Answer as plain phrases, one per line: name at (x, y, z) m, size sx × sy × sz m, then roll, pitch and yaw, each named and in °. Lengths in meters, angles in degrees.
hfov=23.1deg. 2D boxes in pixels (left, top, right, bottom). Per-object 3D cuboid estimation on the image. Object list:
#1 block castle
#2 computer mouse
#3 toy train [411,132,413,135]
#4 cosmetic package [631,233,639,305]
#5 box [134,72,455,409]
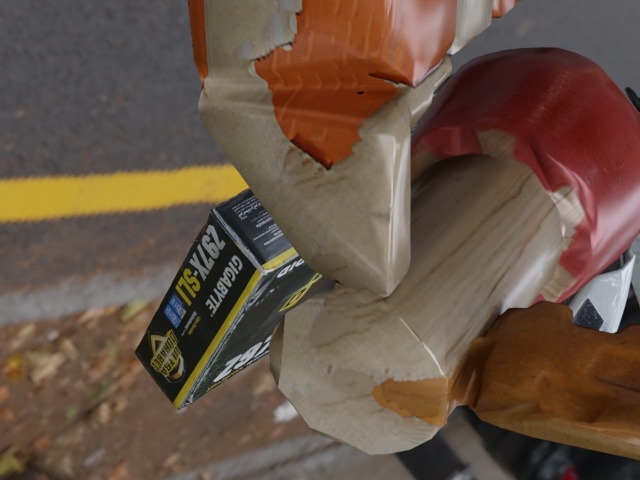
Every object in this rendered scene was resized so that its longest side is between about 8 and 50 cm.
block castle at (0.146, -0.142, 0.379) m, size 0.213 × 0.303 × 0.453 m, roll -46°, pitch 143°, yaw -51°
computer mouse at (0.146, 0.017, 0.818) m, size 0.042 × 0.106 × 0.193 m, roll 15°, pitch 124°, yaw -18°
toy train at (0.056, -0.075, 1.025) m, size 0.166 × 0.125 × 0.046 m, roll 1°, pitch 130°, yaw -32°
cosmetic package at (0.328, 0.060, 1.259) m, size 0.085 × 0.231 × 0.117 m, roll -32°, pitch -160°, yaw -29°
box at (0.000, 0.000, 1.432) m, size 0.322 × 0.079 × 0.257 m, roll -31°, pitch 166°, yaw -36°
